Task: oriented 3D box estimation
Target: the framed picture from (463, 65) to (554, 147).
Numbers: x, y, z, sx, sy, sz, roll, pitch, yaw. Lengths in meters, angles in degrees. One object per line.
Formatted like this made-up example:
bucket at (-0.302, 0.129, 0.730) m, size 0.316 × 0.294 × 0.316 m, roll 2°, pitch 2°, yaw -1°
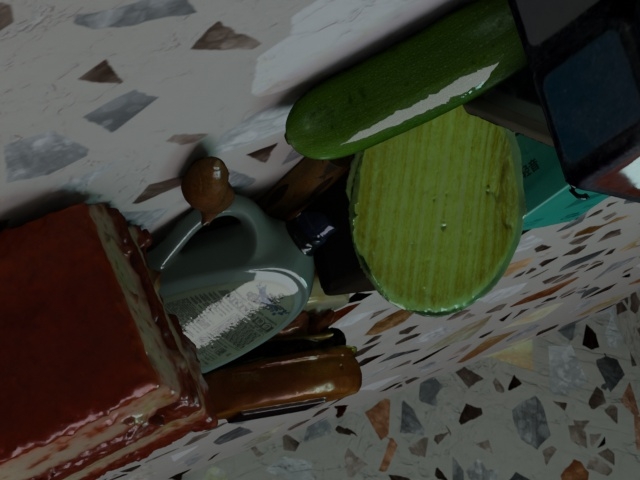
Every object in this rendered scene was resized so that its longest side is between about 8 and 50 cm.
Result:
framed picture at (0.345, -0.173, 1.643) m, size 0.247 × 0.335 × 0.022 m, roll -43°, pitch 131°, yaw -16°

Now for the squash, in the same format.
squash at (0.131, -0.191, 1.703) m, size 0.379 × 0.101 × 0.101 m, roll -28°, pitch 166°, yaw 6°

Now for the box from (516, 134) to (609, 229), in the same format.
box at (0.398, -0.135, 2.314) m, size 0.205 × 0.118 × 0.311 m, roll -8°, pitch 158°, yaw -43°

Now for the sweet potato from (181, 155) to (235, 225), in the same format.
sweet potato at (-0.133, -0.062, 1.815) m, size 0.202 × 0.058 × 0.055 m, roll 99°, pitch 14°, yaw -78°

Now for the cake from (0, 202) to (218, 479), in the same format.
cake at (-0.297, 0.134, 1.786) m, size 0.270 × 0.269 × 0.319 m, roll -26°, pitch 167°, yaw 3°

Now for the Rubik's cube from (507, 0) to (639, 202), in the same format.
Rubik's cube at (0.392, -0.241, 1.319) m, size 0.362 × 0.358 × 0.363 m, roll 15°, pitch 145°, yaw -42°

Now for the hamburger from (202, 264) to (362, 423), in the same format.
hamburger at (-0.079, 0.146, 2.276) m, size 0.291 × 0.225 × 0.291 m, roll -13°, pitch 171°, yaw -2°

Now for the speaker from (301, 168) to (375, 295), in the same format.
speaker at (0.115, -0.026, 2.083) m, size 0.231 × 0.153 × 0.192 m, roll -7°, pitch 168°, yaw -36°

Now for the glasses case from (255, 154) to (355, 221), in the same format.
glasses case at (-0.015, -0.071, 1.999) m, size 0.065 × 0.041 × 0.170 m, roll -13°, pitch 161°, yaw -41°

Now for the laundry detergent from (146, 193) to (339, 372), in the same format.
laundry detergent at (-0.108, 0.036, 1.999) m, size 0.280 × 0.105 × 0.215 m, roll -36°, pitch 124°, yaw 19°

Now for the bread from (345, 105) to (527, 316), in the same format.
bread at (0.145, -0.047, 1.948) m, size 0.301 × 0.301 × 0.045 m, roll -15°, pitch -165°, yaw -36°
